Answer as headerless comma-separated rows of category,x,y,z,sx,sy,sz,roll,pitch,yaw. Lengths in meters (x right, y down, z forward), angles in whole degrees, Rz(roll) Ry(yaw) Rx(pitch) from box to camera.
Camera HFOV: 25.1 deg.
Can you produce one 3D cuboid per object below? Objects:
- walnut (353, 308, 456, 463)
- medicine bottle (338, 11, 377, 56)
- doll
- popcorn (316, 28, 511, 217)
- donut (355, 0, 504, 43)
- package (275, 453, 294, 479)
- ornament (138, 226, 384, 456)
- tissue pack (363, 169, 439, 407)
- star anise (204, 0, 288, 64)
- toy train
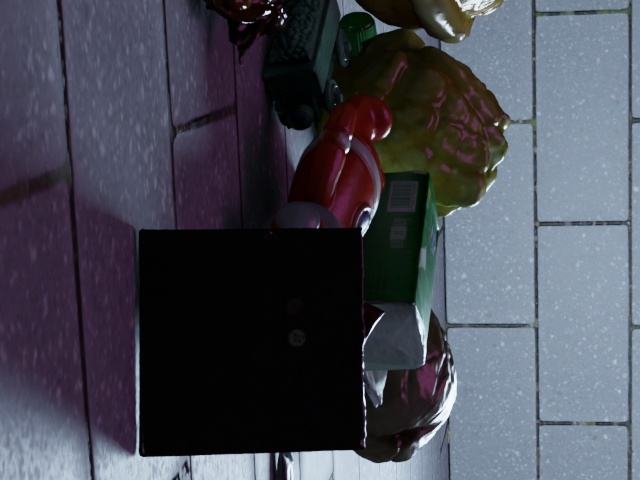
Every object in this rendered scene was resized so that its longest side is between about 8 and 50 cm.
walnut,0.073,0.139,1.653,0.230,0.178,0.178,-98,179,-50
medicine bottle,0.060,-0.175,1.867,0.095,0.064,0.260,-82,168,-51
doll,0.000,0.000,1.297,0.336,0.105,0.200,-63,164,-50
popcorn,0.108,-0.125,1.676,0.195,0.255,0.256,-53,155,6
donut,0.101,-0.439,1.619,0.449,0.198,0.449,-11,90,-76
package,-0.036,0.254,1.412,0.037,0.015,0.110,22,69,-81
ornament,-0.047,0.065,1.052,0.196,0.166,0.153,-167,-102,-84
tissue pack,0.045,0.050,1.509,0.209,0.148,0.156,-81,165,-47
star anise,-0.060,-0.230,1.179,0.212,0.053,0.157,-56,145,-71
toy train,-0.013,-0.183,1.432,0.172,0.070,0.099,-79,157,-48
